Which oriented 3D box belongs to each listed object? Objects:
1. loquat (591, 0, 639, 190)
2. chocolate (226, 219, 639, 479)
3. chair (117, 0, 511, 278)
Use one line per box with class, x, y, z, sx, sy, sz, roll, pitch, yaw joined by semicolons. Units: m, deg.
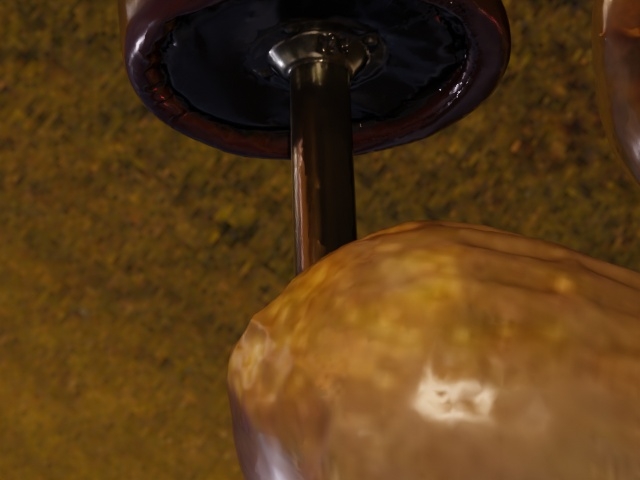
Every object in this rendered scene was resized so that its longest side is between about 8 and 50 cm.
loquat;0.342;-0.136;1.261;0.275;0.275;0.275;30;156;14
chocolate;0.121;0.073;0.551;0.309;0.134;0.134;12;157;-4
chair;0.000;0.000;0.878;0.226;0.401;0.226;-3;155;-1
